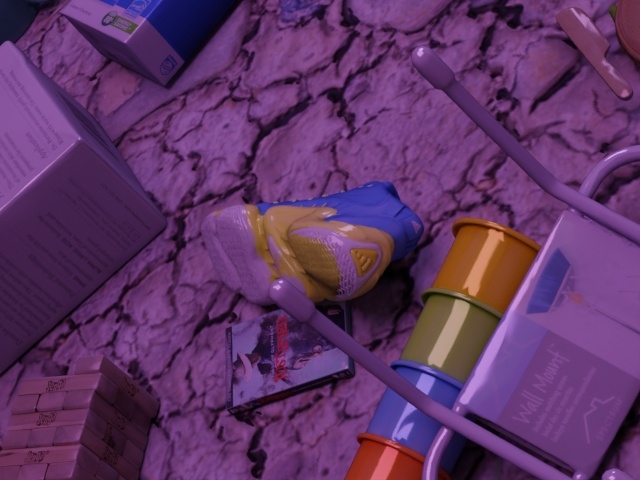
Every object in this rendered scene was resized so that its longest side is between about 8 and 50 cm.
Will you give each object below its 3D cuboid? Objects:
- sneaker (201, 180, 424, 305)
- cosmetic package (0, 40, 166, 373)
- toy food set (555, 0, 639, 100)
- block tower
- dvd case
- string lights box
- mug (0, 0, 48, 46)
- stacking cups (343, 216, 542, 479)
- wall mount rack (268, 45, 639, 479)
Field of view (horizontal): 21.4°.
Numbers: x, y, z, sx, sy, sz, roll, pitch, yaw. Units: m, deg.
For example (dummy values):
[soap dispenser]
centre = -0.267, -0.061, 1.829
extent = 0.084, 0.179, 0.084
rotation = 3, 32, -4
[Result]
[sneaker]
centre = 0.000, 0.000, 1.471
extent = 0.126, 0.091, 0.240
rotation = -25, 21, -30
[cosmetic package]
centre = -0.366, 0.018, 1.645
extent = 0.385, 0.156, 0.217
rotation = -42, 44, 3
[toy food set]
centre = 0.309, -0.193, 1.425
extent = 0.192, 0.038, 0.132
rotation = -31, 53, 4
[block tower]
centre = -0.229, 0.266, 1.408
extent = 0.097, 0.091, 0.335
rotation = -7, 54, 30
[dvd case]
centre = -0.028, 0.095, 1.452
extent = 0.119, 0.013, 0.087
rotation = -20, 49, 22
[string lights box]
centre = -0.135, -0.296, 1.771
extent = 0.133, 0.077, 0.259
rotation = 28, 76, 46
[mug]
centre = -0.389, -0.289, 1.925
extent = 0.158, 0.097, 0.129
rotation = -39, 45, 4
[stacking cups]
centre = 0.073, 0.135, 1.293
extent = 0.096, 0.096, 0.316
rotation = 15, 68, 41
[wall mount rack]
centre = 0.147, 0.037, 1.220
extent = 0.304, 0.130, 0.350
rotation = 29, 74, 9
